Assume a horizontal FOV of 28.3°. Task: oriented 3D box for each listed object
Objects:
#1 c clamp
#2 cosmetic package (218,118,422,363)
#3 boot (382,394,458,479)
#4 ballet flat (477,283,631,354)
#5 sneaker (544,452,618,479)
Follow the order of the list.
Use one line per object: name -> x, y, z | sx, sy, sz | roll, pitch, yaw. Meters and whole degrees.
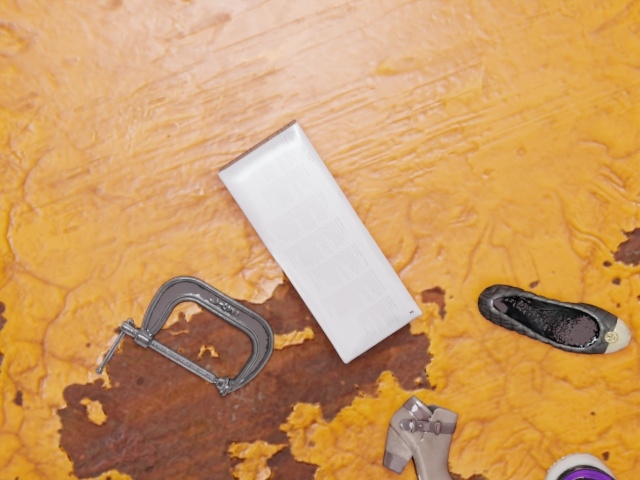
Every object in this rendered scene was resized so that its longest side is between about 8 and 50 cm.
c clamp -> -0.137, 0.112, 1.349 | 0.161, 0.022, 0.137 | 26, 91, -5
cosmetic package -> 0.000, 0.000, 1.317 | 0.099, 0.060, 0.239 | -32, 99, 4
boot -> 0.125, 0.224, 1.370 | 0.118, 0.042, 0.087 | 28, 88, -14
ballet flat -> 0.249, 0.089, 1.350 | 0.173, 0.049, 0.057 | 14, 98, -5
sneaker -> 0.352, 0.367, 1.349 | 0.102, 0.146, 0.293 | -43, 98, 3
